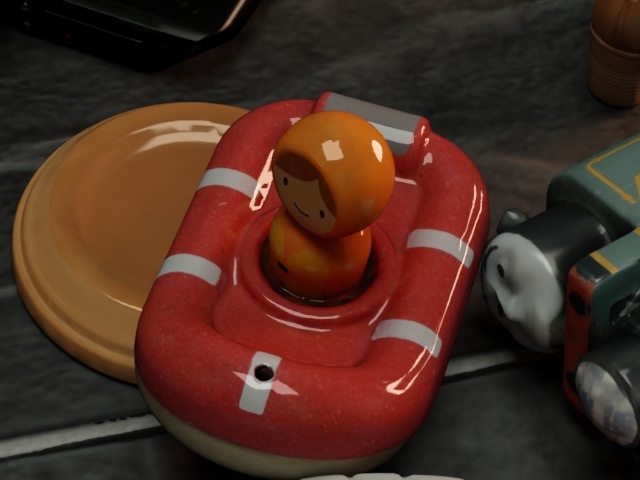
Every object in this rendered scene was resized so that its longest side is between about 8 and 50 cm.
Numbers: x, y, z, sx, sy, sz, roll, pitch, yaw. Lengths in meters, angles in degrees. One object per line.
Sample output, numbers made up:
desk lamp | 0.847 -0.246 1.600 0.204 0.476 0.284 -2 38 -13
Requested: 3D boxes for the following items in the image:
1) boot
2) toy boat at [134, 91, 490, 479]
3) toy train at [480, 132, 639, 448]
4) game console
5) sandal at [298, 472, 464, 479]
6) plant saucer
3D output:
boot | 0.222 -0.188 1.154 0.073 0.152 0.197 20 51 13
toy boat | 0.000 0.000 0.932 0.151 0.151 0.231 15 50 7
toy train | 0.246 -0.006 1.024 0.334 0.142 0.190 -27 44 -22
game console | -0.191 -0.228 1.230 0.361 0.044 0.213 18 51 11
sandal | -0.062 0.205 0.844 0.416 0.102 0.169 -13 36 1
plant saucer | -0.070 -0.007 1.056 0.200 0.037 0.200 2 50 -2
